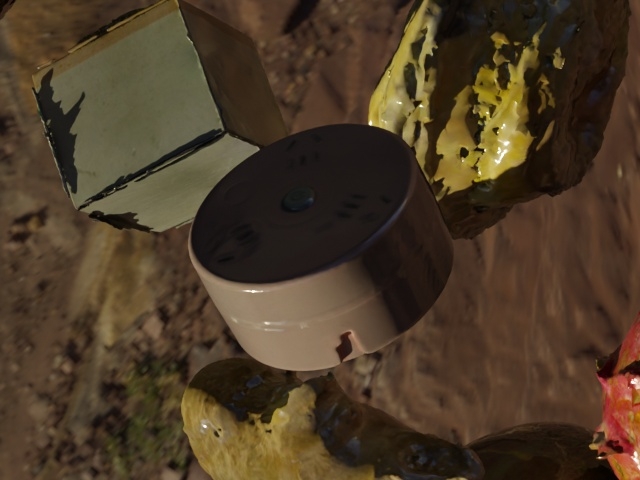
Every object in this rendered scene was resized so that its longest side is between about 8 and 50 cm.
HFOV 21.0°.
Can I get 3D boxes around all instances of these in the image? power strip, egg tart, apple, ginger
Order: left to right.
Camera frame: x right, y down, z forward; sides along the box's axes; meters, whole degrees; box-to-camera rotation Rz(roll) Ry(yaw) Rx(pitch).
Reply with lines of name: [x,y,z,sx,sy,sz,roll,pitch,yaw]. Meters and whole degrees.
power strip: [0.000,0.000,1.055,0.154,0.154,0.078,-19,127,12]
ginger: [0.015,0.195,1.416,0.270,0.123,0.218,13,134,48]
egg tart: [0.172,-0.148,1.476,0.150,0.352,0.352,22,105,24]
apple: [0.200,0.291,1.538,0.234,0.257,0.256,-29,97,-26]

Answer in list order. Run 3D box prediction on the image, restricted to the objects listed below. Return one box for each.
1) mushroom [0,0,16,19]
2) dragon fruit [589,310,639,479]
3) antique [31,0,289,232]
mushroom: [-0.371,-0.222,1.245,0.331,0.334,0.356,32,118,36]
dragon fruit: [0.335,0.114,1.390,0.205,0.210,0.268,24,125,-6]
antique: [-0.124,-0.101,1.365,0.147,0.152,0.148,-24,74,18]
